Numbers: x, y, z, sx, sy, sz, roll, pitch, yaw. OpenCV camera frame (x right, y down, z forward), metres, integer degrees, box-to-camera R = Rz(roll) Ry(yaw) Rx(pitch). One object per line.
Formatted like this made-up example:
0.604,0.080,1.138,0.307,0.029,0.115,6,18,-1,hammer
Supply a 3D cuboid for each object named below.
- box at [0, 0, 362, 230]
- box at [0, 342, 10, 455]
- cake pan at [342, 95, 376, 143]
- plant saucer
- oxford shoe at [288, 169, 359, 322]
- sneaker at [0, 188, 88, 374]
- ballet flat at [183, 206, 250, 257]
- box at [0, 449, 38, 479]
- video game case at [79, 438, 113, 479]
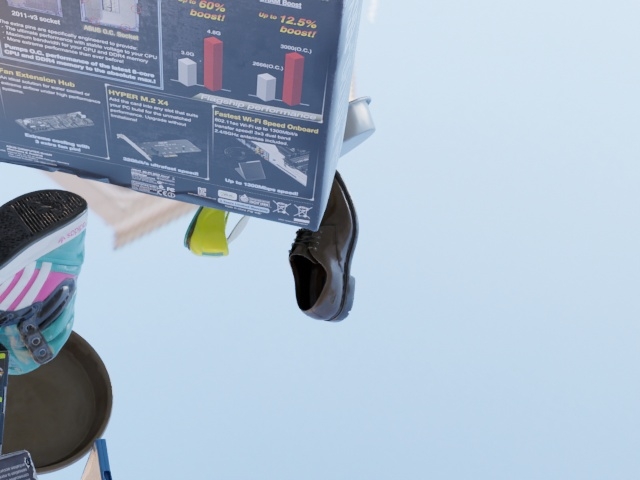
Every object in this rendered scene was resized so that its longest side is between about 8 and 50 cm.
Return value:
-0.134,-0.131,0.715,0.307,0.242,0.076,12,-125,4,box
-0.426,0.200,1.418,0.045,0.191,0.184,23,-69,53,box
-0.030,-0.141,2.248,0.293,0.054,0.293,-30,178,-1,cake pan
-0.451,0.234,2.048,0.041,0.278,0.278,120,-22,-48,plant saucer
0.000,0.000,1.938,0.083,0.096,0.227,-10,-102,36,oxford shoe
-0.364,0.074,1.459,0.124,0.178,0.295,22,-146,29,sneaker
-0.132,-0.067,2.006,0.077,0.077,0.231,13,-124,7,ballet flat
-0.287,0.296,1.099,0.153,0.108,0.207,-26,-99,34,box
-0.251,0.329,1.560,0.119,0.015,0.166,117,-34,-45,video game case
